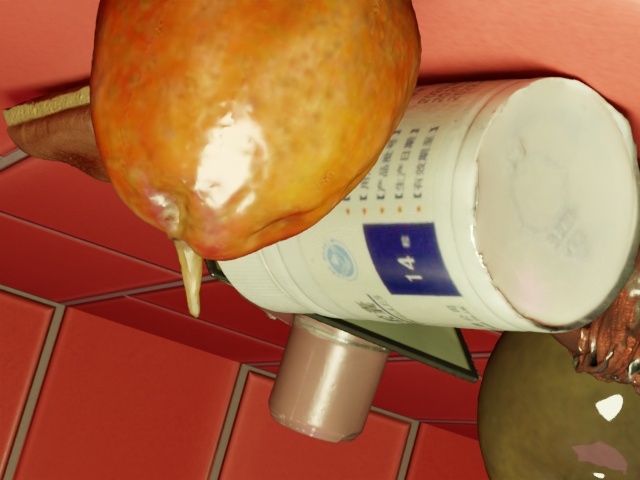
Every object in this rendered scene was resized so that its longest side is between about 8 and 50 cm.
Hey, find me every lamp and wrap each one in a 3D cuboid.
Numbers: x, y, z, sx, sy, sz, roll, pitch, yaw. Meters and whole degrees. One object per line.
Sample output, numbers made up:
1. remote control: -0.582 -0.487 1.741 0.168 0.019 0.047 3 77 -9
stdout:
1. lamp: 0.270 0.026 1.486 0.151 0.215 0.223 5 -164 -24

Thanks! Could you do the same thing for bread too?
1. bread: -0.224 -0.108 1.694 0.119 0.067 0.192 32 160 -34

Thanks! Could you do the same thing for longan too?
1. longan: 0.288 0.177 1.768 0.243 0.300 0.300 15 169 -9

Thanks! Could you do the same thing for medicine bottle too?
1. medicine bottle: 0.071 -0.028 1.375 0.190 0.190 0.332 24 165 -37

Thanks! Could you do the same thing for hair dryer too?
1. hair dryer: -0.027 0.107 2.200 0.125 0.210 0.352 16 -175 -28

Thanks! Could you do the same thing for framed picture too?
1. framed picture: 0.000 0.000 1.627 0.324 0.244 0.013 23 123 -35

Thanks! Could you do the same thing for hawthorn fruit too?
1. hawthorn fruit: -0.048 -0.083 1.089 0.210 0.262 0.210 12 166 3
